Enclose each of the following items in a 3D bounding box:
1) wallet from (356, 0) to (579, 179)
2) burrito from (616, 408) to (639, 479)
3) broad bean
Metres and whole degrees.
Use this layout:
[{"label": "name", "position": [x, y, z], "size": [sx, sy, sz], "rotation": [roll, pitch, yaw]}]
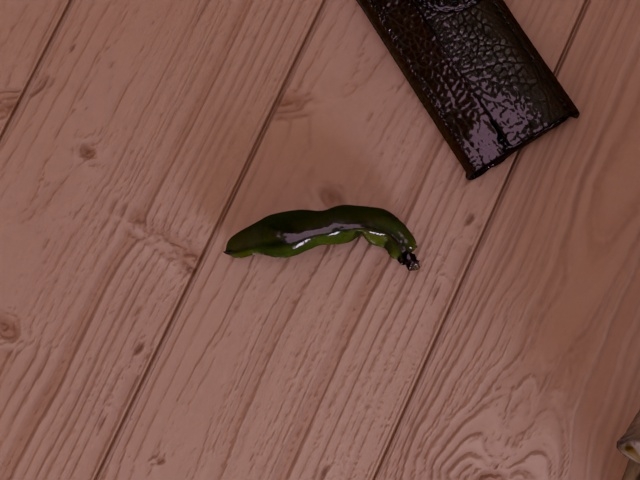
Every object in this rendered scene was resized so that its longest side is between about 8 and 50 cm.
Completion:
[{"label": "wallet", "position": [0.144, -0.194, 1.795], "size": [0.133, 0.039, 0.243], "rotation": [-29, 74, -3]}, {"label": "burrito", "position": [0.421, 0.213, 1.600], "size": [0.332, 0.190, 0.135], "rotation": [-1, 38, 3]}, {"label": "broad bean", "position": [0.003, -0.007, 1.756], "size": [0.195, 0.046, 0.061], "rotation": [5, 73, 6]}]
